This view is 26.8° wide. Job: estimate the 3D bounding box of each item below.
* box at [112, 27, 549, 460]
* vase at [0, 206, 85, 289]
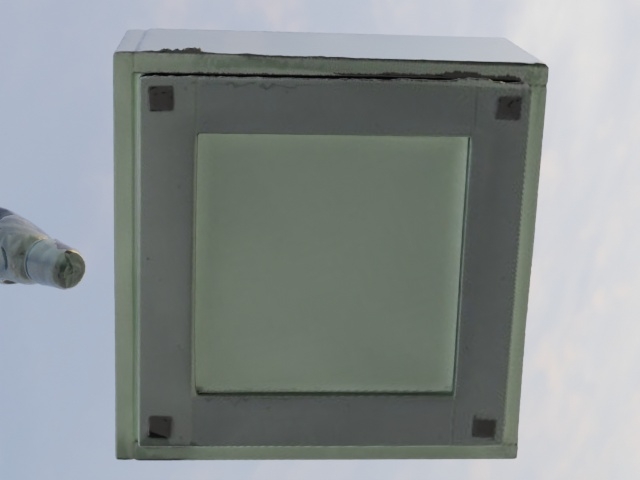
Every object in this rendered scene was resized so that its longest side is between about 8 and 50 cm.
[{"bbox_3d":[0.000,0.000,0.756,0.225,0.117,0.225,1,-75,-4],"label":"box"},{"bbox_3d":[-0.253,0.000,1.017,0.060,0.211,0.060,-18,-65,-47],"label":"vase"}]
